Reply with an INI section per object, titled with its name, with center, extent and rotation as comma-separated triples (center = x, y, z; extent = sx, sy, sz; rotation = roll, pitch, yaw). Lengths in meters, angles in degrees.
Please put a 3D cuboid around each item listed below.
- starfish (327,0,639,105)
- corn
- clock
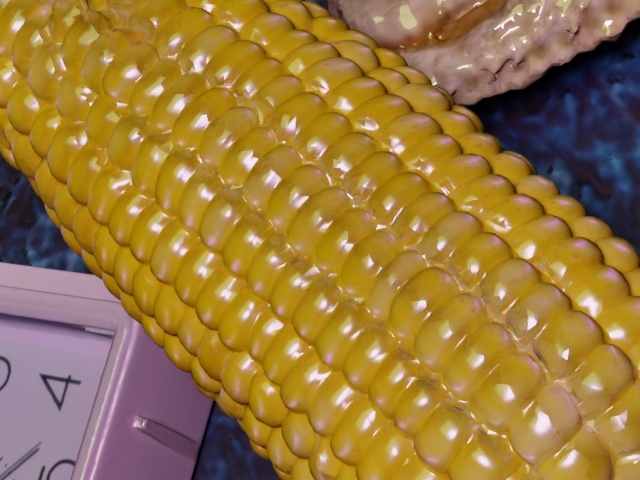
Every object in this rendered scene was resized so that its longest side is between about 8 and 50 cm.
[starfish]
center = 0.141, -0.246, 0.649
extent = 0.324, 0.082, 0.432
rotation = 9, 89, 39
[corn]
center = 0.000, 0.000, 0.628
extent = 0.347, 0.130, 0.130
rotation = 41, 92, 24
[clock]
center = -0.130, 0.107, 0.706
extent = 0.150, 0.063, 0.197
rotation = 7, 73, 30
